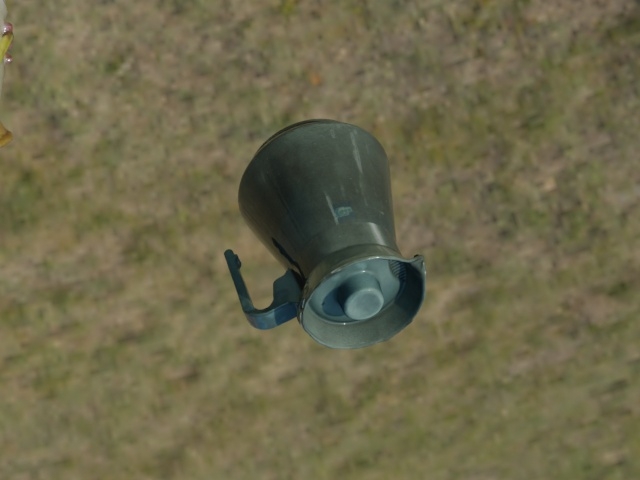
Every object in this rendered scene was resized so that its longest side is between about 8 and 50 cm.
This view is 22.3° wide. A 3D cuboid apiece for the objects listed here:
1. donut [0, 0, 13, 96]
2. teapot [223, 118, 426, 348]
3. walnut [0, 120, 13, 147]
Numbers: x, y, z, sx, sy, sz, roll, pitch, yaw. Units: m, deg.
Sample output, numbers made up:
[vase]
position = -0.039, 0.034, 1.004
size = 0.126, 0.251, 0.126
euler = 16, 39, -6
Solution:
[donut]
position = -0.371, -0.212, 1.432
size = 0.142, 0.382, 0.382
euler = -2, 158, 3
[teapot]
position = 0.000, 0.000, 1.709
size = 0.203, 0.225, 0.171
euler = -24, 135, 2
[walnut]
position = -0.281, -0.078, 1.203
size = 0.091, 0.052, 0.121
euler = -26, -169, -38
